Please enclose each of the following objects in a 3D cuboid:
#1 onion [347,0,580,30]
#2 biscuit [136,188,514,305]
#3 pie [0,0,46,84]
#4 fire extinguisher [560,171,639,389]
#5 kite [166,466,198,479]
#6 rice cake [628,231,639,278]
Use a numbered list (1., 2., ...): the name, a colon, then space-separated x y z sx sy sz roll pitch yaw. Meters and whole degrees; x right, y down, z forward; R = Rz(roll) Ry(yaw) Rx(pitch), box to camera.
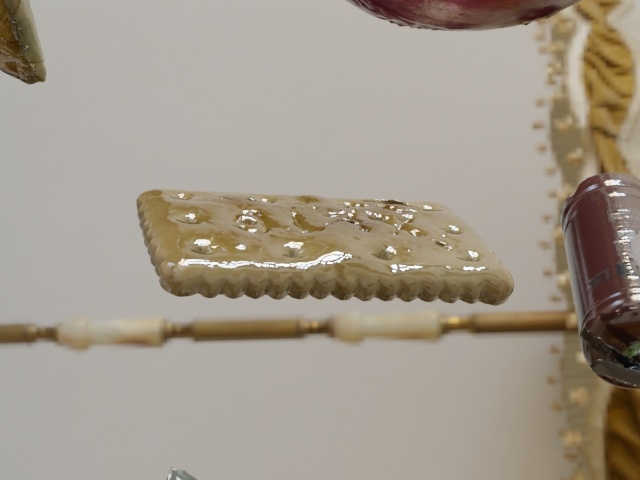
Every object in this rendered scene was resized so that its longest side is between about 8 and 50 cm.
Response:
1. onion: 0.074 -0.302 0.824 0.345 0.358 0.358 -11 102 -36
2. biscuit: 0.000 0.000 1.272 0.217 0.325 0.044 -124 -142 -66
3. pie: -0.428 -0.310 1.807 0.068 0.128 0.282 -52 155 -28
4. fire extinguisher: 0.315 0.053 1.456 0.114 0.135 0.337 -55 -164 29
5. kite: -0.088 0.357 1.635 0.015 0.245 0.141 -48 -155 29
6. rice cake: 0.230 0.025 0.823 0.056 0.072 0.365 58 10 -1
